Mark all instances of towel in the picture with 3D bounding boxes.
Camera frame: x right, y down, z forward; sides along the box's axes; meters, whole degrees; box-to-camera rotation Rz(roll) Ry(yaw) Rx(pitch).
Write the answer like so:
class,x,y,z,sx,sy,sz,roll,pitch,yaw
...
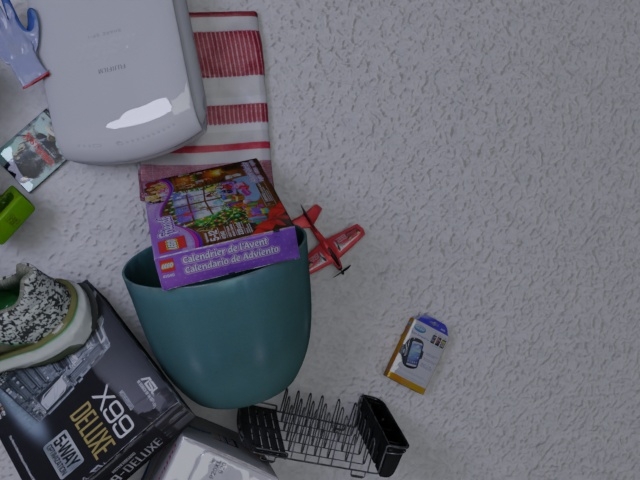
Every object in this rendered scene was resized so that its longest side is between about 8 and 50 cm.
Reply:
class,x,y,z,sx,sy,sz,roll,pitch,yaw
towel,-0.208,-0.236,1.345,0.236,0.037,0.329,-5,90,-14

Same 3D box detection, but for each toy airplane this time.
class,x,y,z,sx,sy,sz,roll,pitch,yaw
toy airplane,0.000,0.000,1.395,0.151,0.028,0.151,0,88,-14

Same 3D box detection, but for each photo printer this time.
class,x,y,z,sx,sy,sz,roll,pitch,yaw
photo printer,-0.324,-0.280,1.248,0.255,0.107,0.308,-11,89,5

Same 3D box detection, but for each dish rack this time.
class,x,y,z,sx,sy,sz,roll,pitch,yaw
dish rack,-0.005,0.316,1.306,0.271,0.208,0.074,13,98,-12

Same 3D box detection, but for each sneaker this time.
class,x,y,z,sx,sy,sz,roll,pitch,yaw
sneaker,-0.555,0.137,1.148,0.410,0.182,0.158,-27,52,-4

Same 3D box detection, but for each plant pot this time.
class,x,y,z,sx,sy,sz,roll,pitch,yaw
plant pot,-0.145,0.124,1.238,0.292,0.293,0.235,-15,109,-13

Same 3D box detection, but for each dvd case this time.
class,x,y,z,sx,sy,sz,roll,pitch,yaw
dvd case,-0.474,-0.150,1.291,0.119,0.013,0.087,-44,99,-12

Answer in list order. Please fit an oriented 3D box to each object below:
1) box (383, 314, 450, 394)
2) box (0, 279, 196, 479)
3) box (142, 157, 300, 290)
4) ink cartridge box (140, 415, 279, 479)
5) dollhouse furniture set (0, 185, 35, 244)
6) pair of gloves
class,x,y,z,sx,sy,sz,roll,pitch,yaw
box,0.183,0.208,1.437,0.081,0.028,0.136,29,81,-11
box,-0.372,0.241,1.185,0.242,0.077,0.307,-40,55,-10
box,-0.163,-0.036,1.190,0.200,0.293,0.057,-14,118,-10
ink cartridge box,-0.191,0.398,1.239,0.168,0.232,0.171,26,84,-12
dollhouse furniture set,-0.609,-0.092,1.129,0.198,0.151,0.302,-53,134,-18
pair of gloves,-0.516,-0.288,1.181,0.198,0.023,0.159,-31,91,-13
